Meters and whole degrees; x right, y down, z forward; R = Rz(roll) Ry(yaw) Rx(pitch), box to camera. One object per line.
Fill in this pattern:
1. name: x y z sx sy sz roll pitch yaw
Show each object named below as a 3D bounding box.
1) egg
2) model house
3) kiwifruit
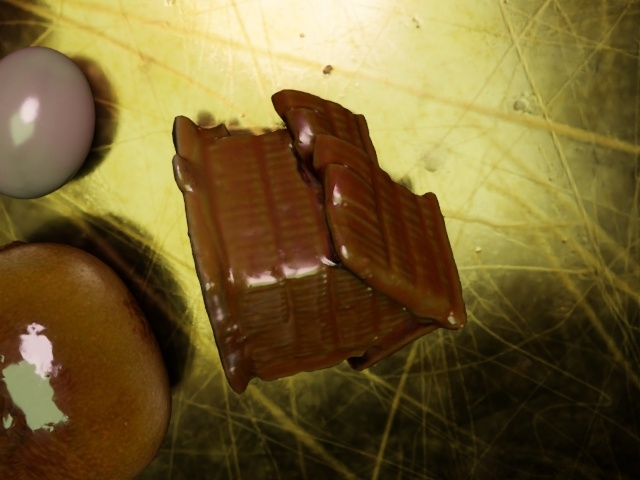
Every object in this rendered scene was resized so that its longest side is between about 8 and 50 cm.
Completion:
1. egg: -0.251 -0.102 0.652 0.103 0.103 0.135 19 97 -6
2. model house: -0.002 0.000 0.659 0.229 0.219 0.199 -8 60 -6
3. kiwifruit: -0.239 0.114 0.655 0.196 0.196 0.234 -15 95 1
